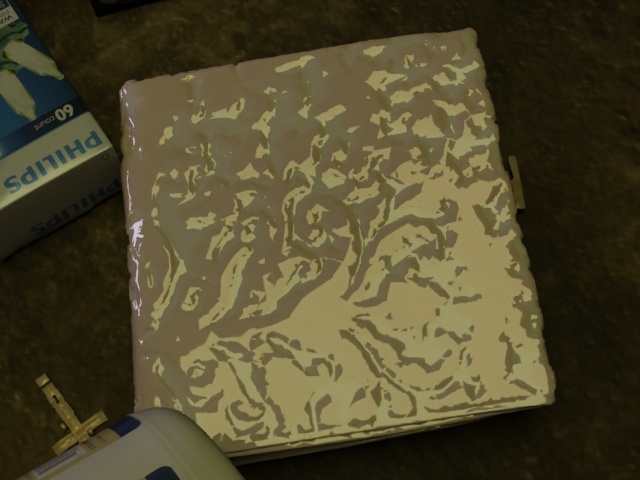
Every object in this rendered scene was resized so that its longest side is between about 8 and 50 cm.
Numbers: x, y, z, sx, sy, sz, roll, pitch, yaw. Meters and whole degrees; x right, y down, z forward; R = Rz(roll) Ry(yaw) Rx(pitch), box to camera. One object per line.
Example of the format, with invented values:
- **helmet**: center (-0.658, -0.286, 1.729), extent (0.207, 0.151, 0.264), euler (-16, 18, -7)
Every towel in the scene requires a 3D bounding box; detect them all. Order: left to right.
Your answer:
- **towel**: center (0.000, 0.000, 0.847), extent (0.317, 0.053, 0.331), euler (-9, 69, 5)

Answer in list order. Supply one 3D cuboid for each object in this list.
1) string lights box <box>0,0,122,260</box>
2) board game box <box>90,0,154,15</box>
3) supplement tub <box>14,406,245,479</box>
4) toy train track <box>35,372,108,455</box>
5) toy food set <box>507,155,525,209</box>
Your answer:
- **string lights box**: center (-0.292, -0.124, 0.941), extent (0.133, 0.076, 0.259), euler (-32, 67, -12)
- **board game box**: center (-0.167, -0.348, 1.055), extent (0.165, 0.042, 0.243), euler (-15, 65, -3)
- **supplement tub**: center (-0.173, 0.268, 0.639), extent (0.316, 0.228, 0.228), euler (-28, 66, -21)
- **toy train track**: center (-0.202, 0.138, 0.846), extent (0.048, 0.014, 0.083), euler (-37, 67, -12)
- **toy food set**: center (0.110, -0.053, 0.895), extent (0.122, 0.019, 0.077), euler (-1, 58, -5)
